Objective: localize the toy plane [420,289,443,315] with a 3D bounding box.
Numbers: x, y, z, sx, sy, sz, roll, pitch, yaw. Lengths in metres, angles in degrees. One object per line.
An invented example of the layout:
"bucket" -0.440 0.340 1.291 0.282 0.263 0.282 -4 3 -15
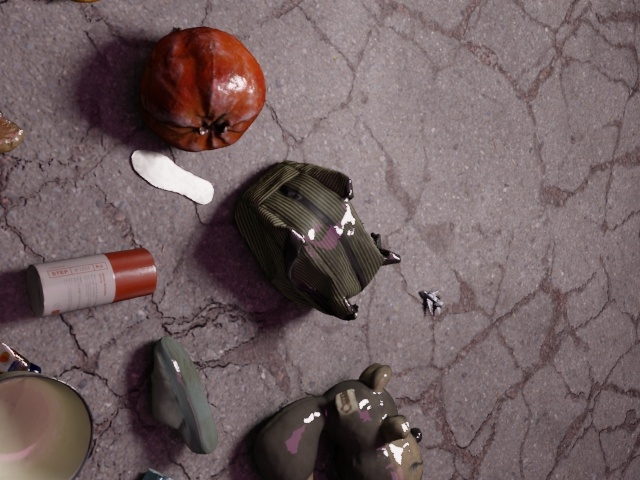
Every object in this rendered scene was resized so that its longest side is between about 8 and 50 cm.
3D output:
"toy plane" 0.288 0.152 2.000 0.083 0.031 0.078 44 51 -32

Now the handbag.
"handbag" 0.000 0.000 1.651 0.247 0.240 0.341 -46 118 -21

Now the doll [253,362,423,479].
"doll" 0.055 0.495 1.763 0.378 0.252 0.382 -16 100 -3

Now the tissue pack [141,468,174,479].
"tissue pack" -0.332 0.604 1.520 0.177 0.089 0.263 44 65 -31

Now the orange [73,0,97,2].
"orange" -0.425 -0.503 1.381 0.156 0.124 0.156 -1 91 -33

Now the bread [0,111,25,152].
"bread" -0.569 -0.195 1.325 0.082 0.060 0.113 -46 115 -27

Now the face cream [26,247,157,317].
"face cream" -0.417 0.074 1.427 0.214 0.096 0.096 -10 98 -37

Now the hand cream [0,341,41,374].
"hand cream" -0.568 0.205 1.358 0.163 0.039 0.062 34 88 -30

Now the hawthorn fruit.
"hawthorn fruit" -0.236 -0.315 1.494 0.242 0.242 0.272 3 59 -37

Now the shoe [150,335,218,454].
"shoe" -0.288 0.315 1.545 0.100 0.103 0.251 -22 93 10

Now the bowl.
"bowl" -0.523 0.324 1.329 0.237 0.126 0.238 -8 105 -32

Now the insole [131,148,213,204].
"insole" -0.296 -0.127 1.565 0.193 0.006 0.065 26 76 -35
